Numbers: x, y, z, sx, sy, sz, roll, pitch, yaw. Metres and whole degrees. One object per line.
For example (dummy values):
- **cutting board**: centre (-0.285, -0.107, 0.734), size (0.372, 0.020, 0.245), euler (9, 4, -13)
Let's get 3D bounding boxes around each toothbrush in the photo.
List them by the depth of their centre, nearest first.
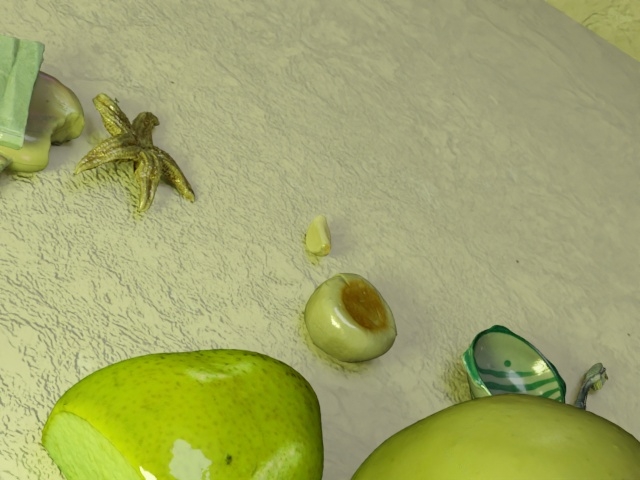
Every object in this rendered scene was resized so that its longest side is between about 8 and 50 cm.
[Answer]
- **toothbrush**: centre (0.444, 0.323, 1.764), size (0.413, 0.035, 0.042), euler (-35, 104, -52)

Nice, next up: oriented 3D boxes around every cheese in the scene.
- **cheese**: centre (-0.462, -0.152, 1.468), size (0.163, 0.082, 0.286), euler (30, 40, -11)

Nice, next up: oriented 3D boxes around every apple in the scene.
- **apple**: centre (0.245, 0.404, 1.189), size (0.473, 0.474, 0.474), euler (23, 39, -20)

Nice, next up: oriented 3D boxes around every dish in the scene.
- **dish**: centre (0.323, 0.263, 1.688), size (0.224, 0.078, 0.246), euler (13, 43, -30)

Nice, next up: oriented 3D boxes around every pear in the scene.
- **pear**: centre (-0.118, 0.263, 1.192), size (0.318, 0.238, 0.342), euler (-25, 69, -42)

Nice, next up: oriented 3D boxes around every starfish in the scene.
- **starfish**: centre (-0.296, -0.140, 1.602), size (0.236, 0.062, 0.277), euler (50, 23, -7)

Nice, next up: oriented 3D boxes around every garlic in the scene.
- **garlic**: centre (0.000, -0.001, 1.714), size (0.041, 0.053, 0.083), euler (17, 33, -24)

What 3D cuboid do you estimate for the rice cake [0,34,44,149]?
- **rice cake**: centre (-0.456, -0.221, 1.442), size (0.085, 0.040, 0.226), euler (17, 45, -21)

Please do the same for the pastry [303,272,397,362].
- **pastry**: centre (0.048, 0.128, 1.591), size (0.156, 0.092, 0.156), euler (20, 43, -21)
